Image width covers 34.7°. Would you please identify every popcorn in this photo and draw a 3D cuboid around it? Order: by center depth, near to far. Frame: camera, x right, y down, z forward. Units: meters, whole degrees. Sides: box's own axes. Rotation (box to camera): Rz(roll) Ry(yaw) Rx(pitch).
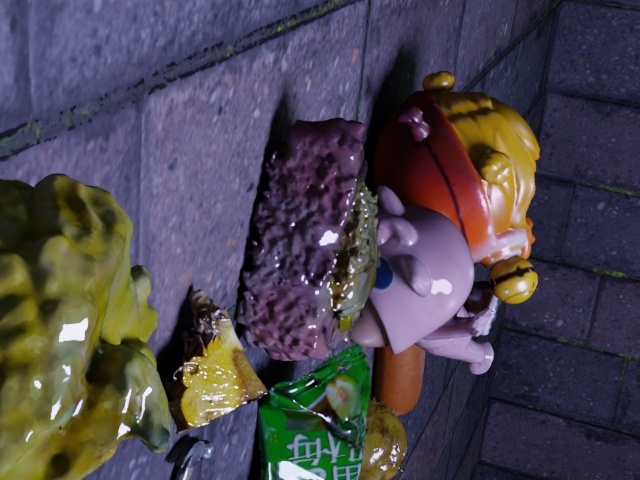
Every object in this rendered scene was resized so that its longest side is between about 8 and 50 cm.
[{"bbox_3d":[-0.146,0.050,0.505,0.173,0.142,0.173,44,39,-52],"label":"popcorn"}]

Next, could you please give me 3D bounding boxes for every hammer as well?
[{"bbox_3d":[-0.135,0.255,0.873,0.062,0.017,0.182,52,54,-68],"label":"hammer"}]

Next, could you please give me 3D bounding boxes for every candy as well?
[{"bbox_3d":[-0.008,0.216,1.102,0.141,0.078,0.203,-4,109,-29],"label":"candy"}]

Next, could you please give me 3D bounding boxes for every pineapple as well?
[{"bbox_3d":[-0.085,0.096,0.831,0.114,0.077,0.114,-39,126,-70],"label":"pineapple"}]

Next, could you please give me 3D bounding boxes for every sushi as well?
[{"bbox_3d":[0.005,0.000,0.987,0.161,0.108,0.241,-21,123,-74],"label":"sushi"}]

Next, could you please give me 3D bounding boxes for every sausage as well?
[{"bbox_3d":[0.119,0.178,1.537,0.076,0.076,0.197,-54,151,-52],"label":"sausage"}]

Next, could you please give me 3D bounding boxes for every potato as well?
[{"bbox_3d":[0.035,0.252,1.245,0.137,0.137,0.176,-64,180,-36],"label":"potato"}]

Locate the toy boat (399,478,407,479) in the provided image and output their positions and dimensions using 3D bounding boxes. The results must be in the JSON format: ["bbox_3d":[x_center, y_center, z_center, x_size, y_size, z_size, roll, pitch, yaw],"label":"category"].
[{"bbox_3d":[0.067,0.379,1.423,0.269,0.141,0.140,82,27,-59],"label":"toy boat"}]

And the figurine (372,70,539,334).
[{"bbox_3d":[0.158,-0.055,1.277,0.323,0.196,0.320,97,-27,-46],"label":"figurine"}]

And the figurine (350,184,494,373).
[{"bbox_3d":[0.096,0.076,1.171,0.176,0.186,0.287,65,4,30],"label":"figurine"}]
